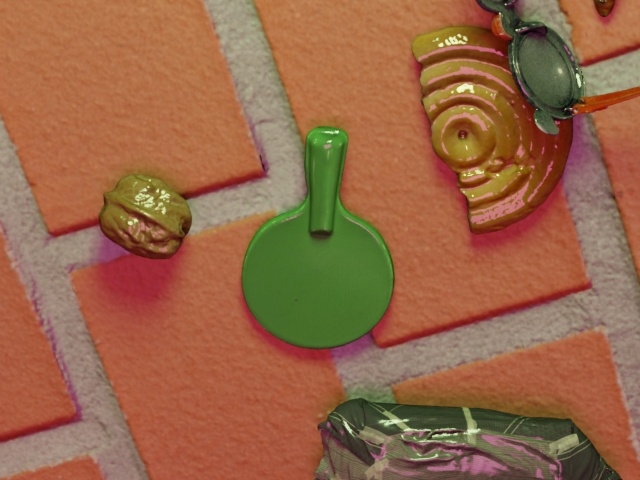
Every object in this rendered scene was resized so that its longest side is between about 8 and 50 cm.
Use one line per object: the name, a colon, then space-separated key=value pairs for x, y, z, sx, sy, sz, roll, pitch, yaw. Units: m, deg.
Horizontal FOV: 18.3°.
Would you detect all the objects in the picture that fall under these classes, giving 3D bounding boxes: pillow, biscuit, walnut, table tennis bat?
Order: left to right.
walnut: x=-0.179 y=-0.024 z=2.031 sx=0.096 sy=0.082 sz=0.079 roll=30 pitch=83 yaw=-10
table tennis bat: x=0.000 y=0.000 z=2.060 sx=0.160 sy=0.039 sz=0.257 roll=4 pitch=118 yaw=1
pillow: x=0.159 y=0.252 z=2.130 sx=0.335 sy=0.093 sz=0.162 roll=5 pitch=119 yaw=-1
biscuit: x=0.182 y=-0.115 z=2.005 sx=0.144 sy=0.033 sz=0.224 roll=-14 pitch=113 yaw=8

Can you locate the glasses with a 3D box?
glasses: x=0.277 y=-0.237 z=1.857 sx=0.268 sy=0.118 sz=0.234 roll=-14 pitch=113 yaw=37

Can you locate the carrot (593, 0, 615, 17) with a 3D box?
carrot: x=0.272 y=-0.330 z=1.897 sx=0.061 sy=0.061 sz=0.257 roll=-3 pitch=115 yaw=3
